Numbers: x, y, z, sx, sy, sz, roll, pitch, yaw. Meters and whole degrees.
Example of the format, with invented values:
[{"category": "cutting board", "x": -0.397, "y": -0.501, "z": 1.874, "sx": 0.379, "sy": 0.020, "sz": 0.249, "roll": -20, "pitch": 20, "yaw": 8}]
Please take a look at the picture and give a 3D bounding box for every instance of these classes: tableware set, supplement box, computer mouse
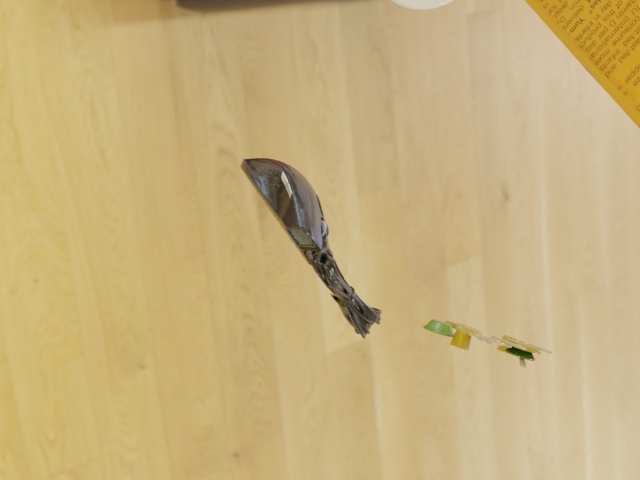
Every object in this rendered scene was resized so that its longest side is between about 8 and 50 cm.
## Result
[{"category": "tableware set", "x": 0.191, "y": 0.119, "z": 1.230, "sx": 0.154, "sy": 0.104, "sz": 0.024, "roll": 13, "pitch": 95, "yaw": -49}, {"category": "supplement box", "x": 0.172, "y": -0.137, "z": 0.604, "sx": 0.078, "sy": 0.233, "sz": 0.080, "roll": 11, "pitch": 128, "yaw": -48}, {"category": "computer mouse", "x": 0.000, "y": 0.000, "z": 1.289, "sx": 0.060, "sy": 0.262, "sz": 0.184, "roll": -35, "pitch": 133, "yaw": -1}]

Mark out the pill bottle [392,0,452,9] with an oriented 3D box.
[{"category": "pill bottle", "x": 0.072, "y": -0.457, "z": 1.395, "sx": 0.204, "sy": 0.361, "sz": 0.204, "roll": -14, "pitch": 130, "yaw": -17}]
